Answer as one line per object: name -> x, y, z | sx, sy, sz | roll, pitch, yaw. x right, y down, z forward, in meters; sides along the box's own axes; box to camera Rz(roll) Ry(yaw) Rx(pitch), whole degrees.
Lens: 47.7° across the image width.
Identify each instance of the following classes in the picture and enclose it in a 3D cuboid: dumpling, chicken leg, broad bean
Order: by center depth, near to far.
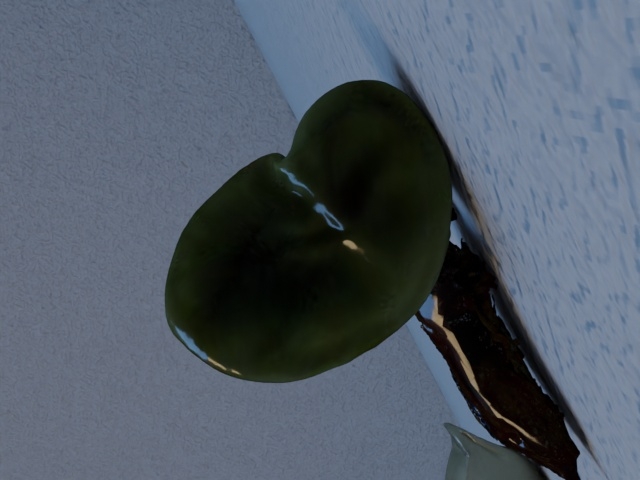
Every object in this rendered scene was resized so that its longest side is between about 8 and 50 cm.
broad bean -> -0.001, -0.001, 0.463 | 0.153, 0.206, 0.072 | 36, 177, 14
chicken leg -> 0.115, 0.073, 0.525 | 0.233, 0.063, 0.105 | 59, -175, -9
dumpling -> 0.218, 0.338, 0.888 | 0.250, 0.132, 0.162 | 62, 163, 21
